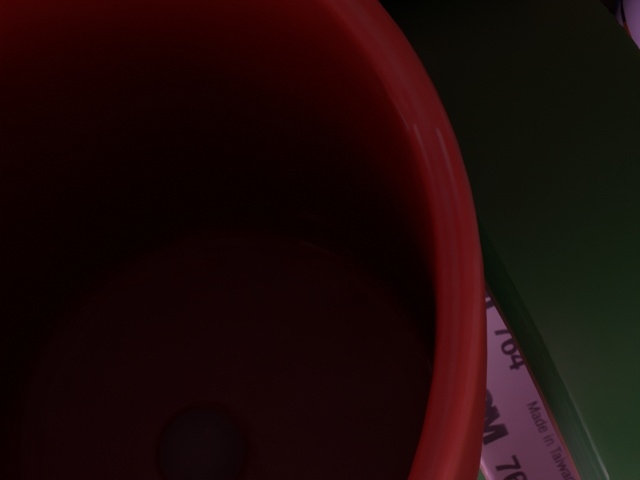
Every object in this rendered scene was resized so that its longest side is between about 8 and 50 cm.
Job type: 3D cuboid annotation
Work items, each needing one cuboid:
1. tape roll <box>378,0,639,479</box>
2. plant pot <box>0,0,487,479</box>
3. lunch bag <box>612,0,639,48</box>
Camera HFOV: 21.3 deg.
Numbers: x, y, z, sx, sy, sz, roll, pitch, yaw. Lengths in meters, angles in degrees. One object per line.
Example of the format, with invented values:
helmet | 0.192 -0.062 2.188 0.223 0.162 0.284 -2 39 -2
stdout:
tape roll | 0.098 0.048 0.653 0.077 0.321 0.321 -24 162 -5
plant pot | -0.063 0.053 0.560 0.275 0.275 0.243 -22 161 7
lunch bag | 0.216 -0.025 0.717 0.115 0.243 0.303 -18 161 -6
